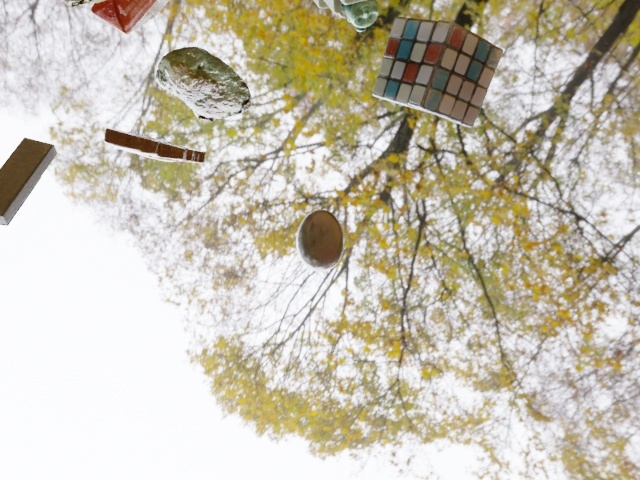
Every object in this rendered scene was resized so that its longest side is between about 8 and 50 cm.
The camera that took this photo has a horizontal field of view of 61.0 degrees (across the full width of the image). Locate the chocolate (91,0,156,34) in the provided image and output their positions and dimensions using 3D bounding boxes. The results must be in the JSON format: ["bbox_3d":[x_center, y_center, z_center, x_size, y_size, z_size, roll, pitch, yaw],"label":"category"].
[{"bbox_3d":[-0.442,-0.656,1.394,0.108,0.234,0.237,44,-154,-20],"label":"chocolate"}]

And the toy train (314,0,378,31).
[{"bbox_3d":[0.030,-0.361,0.726,0.080,0.125,0.194,-16,-131,-8],"label":"toy train"}]

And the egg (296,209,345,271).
[{"bbox_3d":[0.000,0.000,1.139,0.103,0.103,0.135,6,-115,-15],"label":"egg"}]

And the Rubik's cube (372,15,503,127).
[{"bbox_3d":[0.358,-0.524,1.686,0.258,0.257,0.253,6,-160,-36],"label":"Rubik's cube"}]

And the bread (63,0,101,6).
[{"bbox_3d":[-0.393,-0.567,0.980,0.278,0.315,0.249,-29,-69,-12],"label":"bread"}]

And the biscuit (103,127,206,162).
[{"bbox_3d":[-0.376,-0.207,1.211,0.185,0.044,0.295,14,-173,12],"label":"biscuit"}]

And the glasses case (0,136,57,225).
[{"bbox_3d":[-0.638,-0.126,1.142,0.070,0.047,0.205,14,-125,2],"label":"glasses case"}]

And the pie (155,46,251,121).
[{"bbox_3d":[-0.323,-0.442,1.543,0.257,0.274,0.106,1,-112,33],"label":"pie"}]
